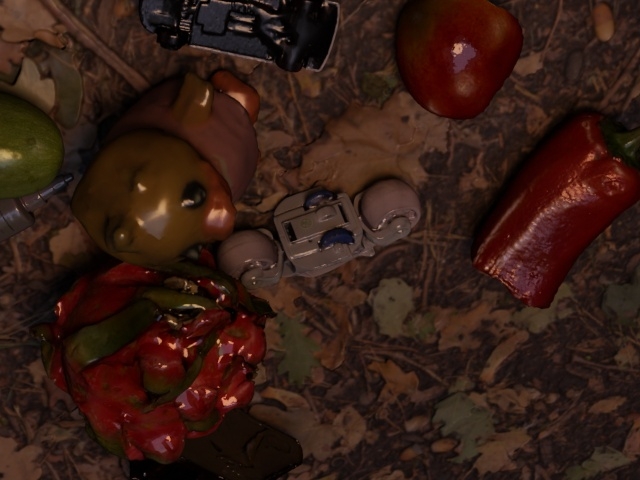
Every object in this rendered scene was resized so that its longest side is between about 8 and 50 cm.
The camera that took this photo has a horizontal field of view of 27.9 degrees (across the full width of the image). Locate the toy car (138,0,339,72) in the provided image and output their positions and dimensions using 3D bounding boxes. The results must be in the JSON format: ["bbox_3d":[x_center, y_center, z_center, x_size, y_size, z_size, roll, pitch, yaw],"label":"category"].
[{"bbox_3d":[-0.087,-0.246,1.350,0.210,0.108,0.089,8,121,-15],"label":"toy car"}]

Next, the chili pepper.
[{"bbox_3d":[0.321,-0.081,1.542,0.134,0.131,0.338,35,113,-4],"label":"chili pepper"}]

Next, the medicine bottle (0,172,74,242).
[{"bbox_3d":[-0.363,-0.025,1.438,0.199,0.057,0.057,-27,124,3],"label":"medicine bottle"}]

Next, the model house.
[{"bbox_3d":[-0.153,0.300,1.678,0.203,0.141,0.164,33,132,-8],"label":"model house"}]

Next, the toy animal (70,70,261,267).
[{"bbox_3d":[-0.158,-0.069,1.349,0.169,0.281,0.195,7,122,5],"label":"toy animal"}]

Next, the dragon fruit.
[{"bbox_3d":[-0.180,0.119,1.451,0.237,0.231,0.302,41,139,-1],"label":"dragon fruit"}]

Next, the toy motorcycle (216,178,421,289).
[{"bbox_3d":[0.000,0.000,1.538,0.254,0.112,0.112,-20,124,-4],"label":"toy motorcycle"}]

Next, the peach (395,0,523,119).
[{"bbox_3d":[0.143,-0.208,1.435,0.151,0.151,0.118,41,60,-31],"label":"peach"}]

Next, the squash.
[{"bbox_3d":[-0.452,-0.113,1.330,0.370,0.118,0.118,6,119,-14],"label":"squash"}]
